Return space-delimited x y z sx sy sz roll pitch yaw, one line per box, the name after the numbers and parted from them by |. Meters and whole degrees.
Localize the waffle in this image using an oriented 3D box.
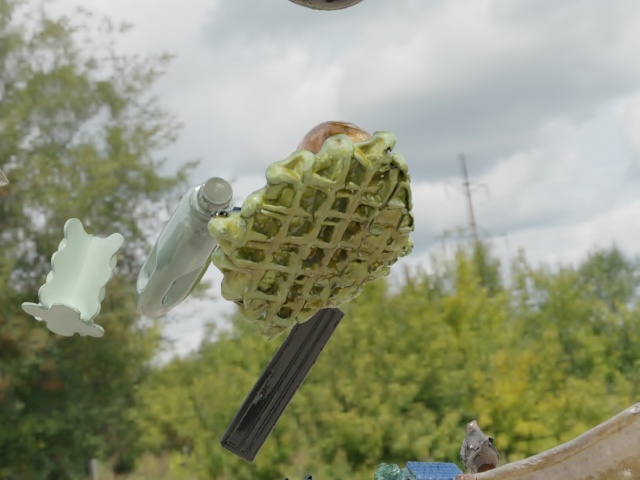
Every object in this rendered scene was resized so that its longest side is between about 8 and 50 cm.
0.000 0.000 1.581 0.297 0.073 0.317 -27 -41 -8 | waffle

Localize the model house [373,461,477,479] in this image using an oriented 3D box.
0.157 0.373 1.682 0.119 0.148 0.149 11 -28 -20 | model house

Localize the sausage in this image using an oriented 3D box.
0.348 0.380 1.826 0.500 0.136 0.123 -24 -10 7 | sausage

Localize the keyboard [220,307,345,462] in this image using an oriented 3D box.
-0.081 0.256 1.817 0.041 0.381 0.103 18 -16 38 | keyboard

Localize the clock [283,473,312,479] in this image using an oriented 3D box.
-0.016 0.412 1.729 0.108 0.147 0.045 2 -37 -41 | clock

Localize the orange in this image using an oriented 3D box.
0.036 -0.106 2.171 0.170 0.224 0.224 1 -11 -16 | orange

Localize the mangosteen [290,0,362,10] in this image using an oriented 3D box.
0.002 -0.554 2.055 0.300 0.300 0.300 -8 -9 -1 | mangosteen

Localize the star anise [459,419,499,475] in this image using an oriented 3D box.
0.281 0.414 2.085 0.063 0.208 0.172 -17 11 -7 | star anise

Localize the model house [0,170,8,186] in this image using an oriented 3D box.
-0.467 -0.068 1.541 0.087 0.101 0.100 5 -16 26 | model house

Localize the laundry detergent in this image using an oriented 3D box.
-0.270 -0.003 2.484 0.124 0.264 0.398 36 -31 -2 | laundry detergent

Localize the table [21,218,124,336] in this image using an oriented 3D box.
-0.479 0.073 2.370 0.166 0.198 0.166 12 -27 6 | table
